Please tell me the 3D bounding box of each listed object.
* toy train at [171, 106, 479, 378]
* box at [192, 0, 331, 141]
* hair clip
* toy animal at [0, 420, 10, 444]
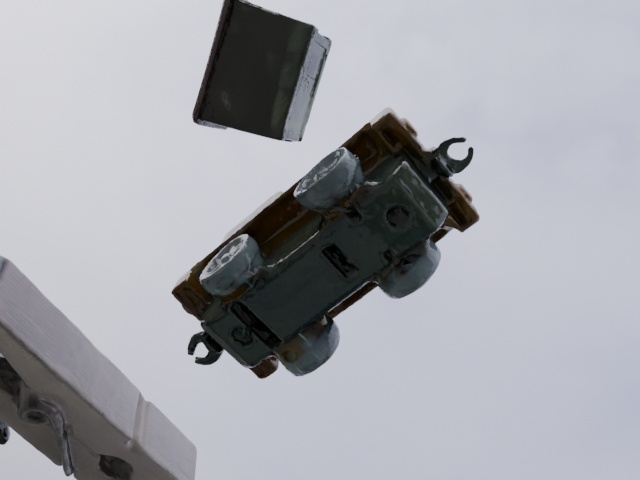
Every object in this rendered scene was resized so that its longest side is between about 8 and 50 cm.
[{"bbox_3d":[0.000,0.000,0.452,0.219,0.127,0.089,-39,-72,17],"label":"toy train"},{"bbox_3d":[-0.036,-0.106,0.467,0.063,0.060,0.085,20,-82,10],"label":"box"},{"bbox_3d":[-0.237,0.152,0.676,0.101,0.085,0.331,-25,-55,9],"label":"hair clip"},{"bbox_3d":[-0.469,0.171,0.862,0.298,0.185,0.122,20,-35,13],"label":"toy animal"}]
